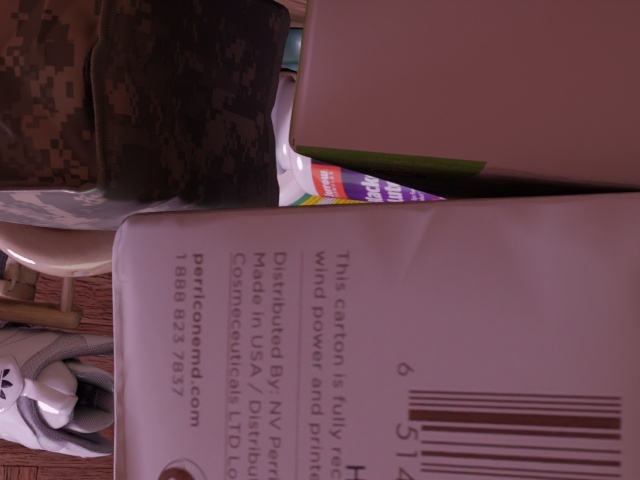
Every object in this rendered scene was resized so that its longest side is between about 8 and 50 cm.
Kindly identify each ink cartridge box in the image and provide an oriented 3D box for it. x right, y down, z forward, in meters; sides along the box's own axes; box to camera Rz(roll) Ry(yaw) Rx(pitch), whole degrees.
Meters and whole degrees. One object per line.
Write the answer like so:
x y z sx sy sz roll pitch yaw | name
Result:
0.131 -0.078 0.942 0.198 0.114 0.273 6 179 24 | ink cartridge box

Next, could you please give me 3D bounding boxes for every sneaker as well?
-0.284 0.156 1.791 0.210 0.137 0.366 9 177 17 | sneaker

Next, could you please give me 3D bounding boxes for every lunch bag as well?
-0.192 -0.092 1.009 0.287 0.168 0.235 2 177 22 | lunch bag

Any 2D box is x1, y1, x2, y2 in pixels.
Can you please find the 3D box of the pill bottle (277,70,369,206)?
0.030 -0.076 1.504 0.208 0.117 0.118 8 179 -44 | pill bottle

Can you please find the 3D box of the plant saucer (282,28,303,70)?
0.016 -0.132 1.241 0.119 0.021 0.119 8 178 0 | plant saucer

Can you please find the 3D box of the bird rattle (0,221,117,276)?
-0.175 -0.078 1.184 0.254 0.206 0.143 -2 160 0 | bird rattle

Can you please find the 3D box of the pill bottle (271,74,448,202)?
0.039 -0.083 1.329 0.194 0.108 0.108 7 178 15 | pill bottle

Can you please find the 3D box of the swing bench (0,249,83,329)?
-0.354 -0.051 1.731 0.255 0.253 0.165 7 178 -7 | swing bench

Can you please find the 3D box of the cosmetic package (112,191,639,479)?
0.129 0.153 0.955 0.327 0.329 0.394 -3 174 35 | cosmetic package
